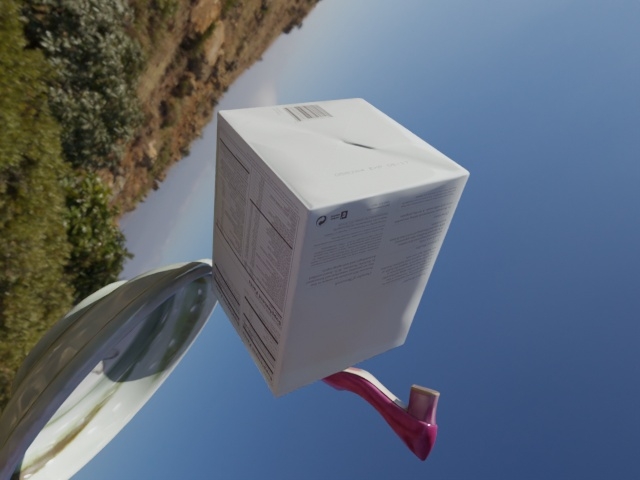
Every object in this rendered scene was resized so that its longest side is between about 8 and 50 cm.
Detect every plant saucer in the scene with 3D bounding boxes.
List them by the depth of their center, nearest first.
[{"bbox_3d":[-0.294,0.166,0.679,0.401,0.100,0.400,-52,175,-7],"label":"plant saucer"}]

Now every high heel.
[{"bbox_3d":[0.087,0.298,0.886,0.082,0.243,0.117,31,71,-70],"label":"high heel"}]

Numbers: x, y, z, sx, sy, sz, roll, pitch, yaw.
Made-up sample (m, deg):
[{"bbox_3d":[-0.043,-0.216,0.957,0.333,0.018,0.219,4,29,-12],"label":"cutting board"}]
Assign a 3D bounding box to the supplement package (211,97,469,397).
[{"bbox_3d":[0.000,0.000,0.588,0.198,0.199,0.263,48,-40,38],"label":"supplement package"}]
